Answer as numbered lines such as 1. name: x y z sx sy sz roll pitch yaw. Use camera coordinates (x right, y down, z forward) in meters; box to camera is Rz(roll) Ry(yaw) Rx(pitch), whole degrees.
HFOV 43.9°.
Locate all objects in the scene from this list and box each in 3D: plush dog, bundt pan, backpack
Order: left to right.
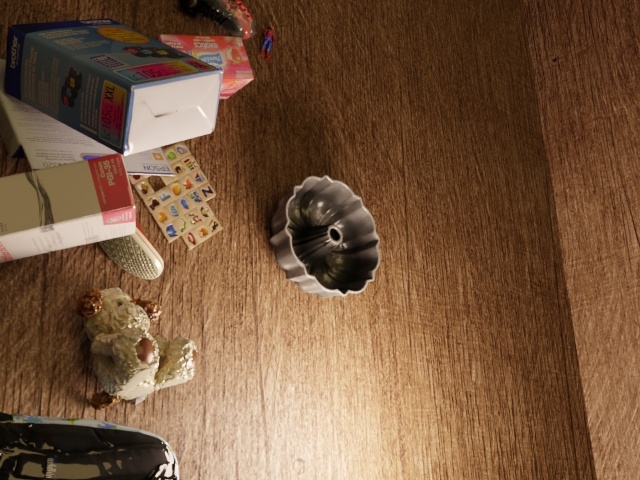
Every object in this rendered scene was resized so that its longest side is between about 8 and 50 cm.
1. backpack: -0.431 0.453 1.435 0.356 0.273 0.290 -1 70 -20
2. plush dog: -0.405 0.203 1.622 0.262 0.211 0.225 31 33 -64
3. bundt pan: 0.000 0.000 2.086 0.331 0.124 0.330 17 62 -36

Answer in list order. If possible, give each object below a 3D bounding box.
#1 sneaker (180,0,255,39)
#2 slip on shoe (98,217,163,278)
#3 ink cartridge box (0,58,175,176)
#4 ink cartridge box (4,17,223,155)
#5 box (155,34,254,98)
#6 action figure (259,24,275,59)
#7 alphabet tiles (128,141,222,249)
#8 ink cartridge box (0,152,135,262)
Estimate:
1. sneaker: -0.292 -0.626 2.101 0.276 0.098 0.135 45 48 -16
2. slip on shoe: -0.446 -0.059 1.713 0.331 0.123 0.101 51 42 -7
3. ink cartridge box: -0.514 -0.240 1.679 0.324 0.071 0.330 -2 53 -43
4. ink cartridge box: -0.436 -0.331 1.596 0.395 0.151 0.270 26 29 23
5. box: -0.311 -0.428 1.978 0.257 0.128 0.122 -12 81 -45
6. action figure: -0.148 -0.569 2.259 0.038 0.030 0.115 24 55 -28
7. alphabet tiles: -0.336 -0.104 1.903 0.198 0.009 0.237 -38 99 -45
8. ink cartridge box: -0.505 -0.058 1.515 0.283 0.207 0.117 -14 81 -16
